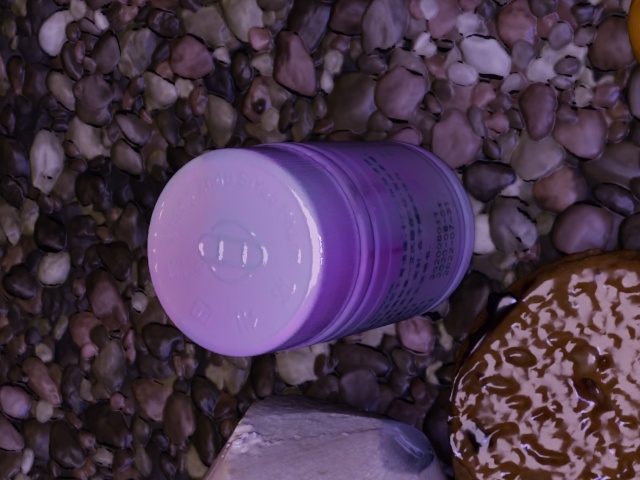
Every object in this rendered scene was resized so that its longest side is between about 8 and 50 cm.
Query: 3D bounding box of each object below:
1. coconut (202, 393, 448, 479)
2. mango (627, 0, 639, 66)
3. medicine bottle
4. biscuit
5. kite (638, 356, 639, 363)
[{"bbox_3d":[0.004,0.240,1.127,0.239,0.239,0.244,39,111,21],"label":"coconut"},{"bbox_3d":[0.343,-0.187,0.966,0.295,0.120,0.177,-29,76,27],"label":"mango"},{"bbox_3d":[0.000,0.000,1.098,0.152,0.254,0.152,2,95,30],"label":"medicine bottle"},{"bbox_3d":[0.228,0.150,1.082,0.296,0.075,0.296,2,95,27],"label":"biscuit"},{"bbox_3d":[0.392,0.051,0.943,0.377,0.013,0.328,0,94,30],"label":"kite"}]
